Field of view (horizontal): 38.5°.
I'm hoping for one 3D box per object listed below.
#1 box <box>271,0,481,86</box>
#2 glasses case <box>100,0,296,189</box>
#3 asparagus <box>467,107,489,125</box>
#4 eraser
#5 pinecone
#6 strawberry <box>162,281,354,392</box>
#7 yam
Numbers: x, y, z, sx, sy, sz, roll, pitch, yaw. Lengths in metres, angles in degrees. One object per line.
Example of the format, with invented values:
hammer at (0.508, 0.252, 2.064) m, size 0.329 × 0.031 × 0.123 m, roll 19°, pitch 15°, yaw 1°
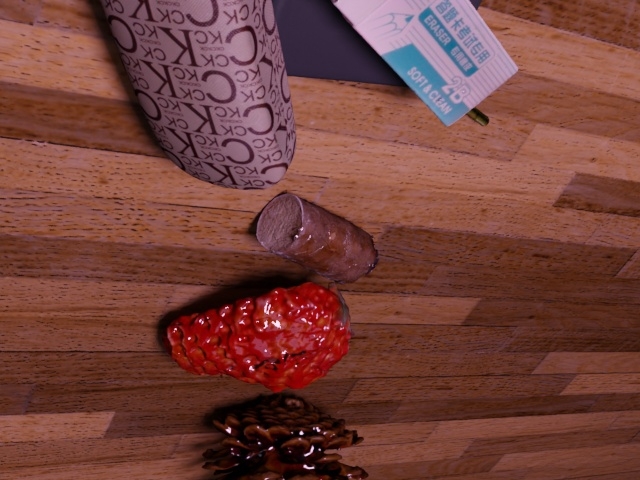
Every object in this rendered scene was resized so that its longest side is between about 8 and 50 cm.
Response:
box at (0.045, -0.225, 0.886) m, size 0.230 × 0.050 × 0.160 m, roll 0°, pitch 133°, yaw -30°
glasses case at (-0.107, -0.176, 0.793) m, size 0.137 × 0.085 × 0.355 m, roll 9°, pitch 143°, yaw 17°
asparagus at (0.152, -0.161, 1.045) m, size 0.015 × 0.018 × 0.127 m, roll -7°, pitch 158°, yaw 45°
eraser at (0.098, -0.199, 0.863) m, size 0.095 × 0.052 × 0.225 m, roll -38°, pitch 140°, yaw 14°
pinecone at (-0.051, 0.369, 1.311) m, size 0.246 × 0.292 × 0.246 m, roll -1°, pitch 175°, yaw 0°
strawberry at (-0.073, 0.138, 1.135) m, size 0.236 × 0.111 × 0.190 m, roll -13°, pitch 162°, yaw 0°
yam at (-0.001, 0.001, 1.090) m, size 0.079 × 0.079 × 0.141 m, roll -43°, pitch 137°, yaw 19°
